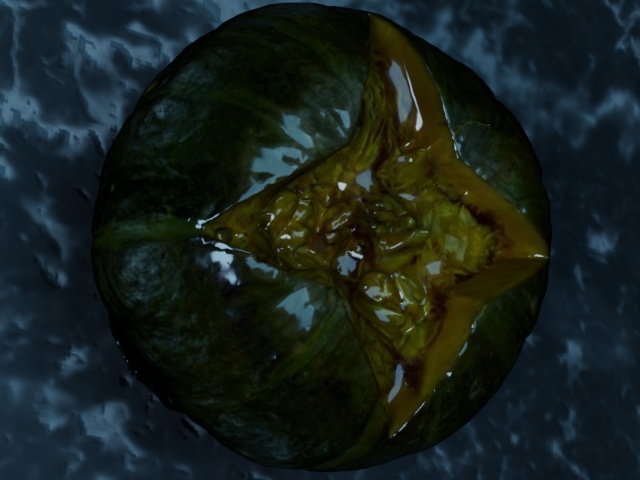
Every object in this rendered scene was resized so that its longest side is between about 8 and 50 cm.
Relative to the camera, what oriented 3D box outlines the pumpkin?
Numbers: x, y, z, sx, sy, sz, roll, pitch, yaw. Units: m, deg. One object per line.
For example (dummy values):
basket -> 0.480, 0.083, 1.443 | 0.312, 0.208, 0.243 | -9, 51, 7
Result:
pumpkin -> -0.001, 0.000, 0.741 | 0.238, 0.159, 0.238 | 1, 88, -28
